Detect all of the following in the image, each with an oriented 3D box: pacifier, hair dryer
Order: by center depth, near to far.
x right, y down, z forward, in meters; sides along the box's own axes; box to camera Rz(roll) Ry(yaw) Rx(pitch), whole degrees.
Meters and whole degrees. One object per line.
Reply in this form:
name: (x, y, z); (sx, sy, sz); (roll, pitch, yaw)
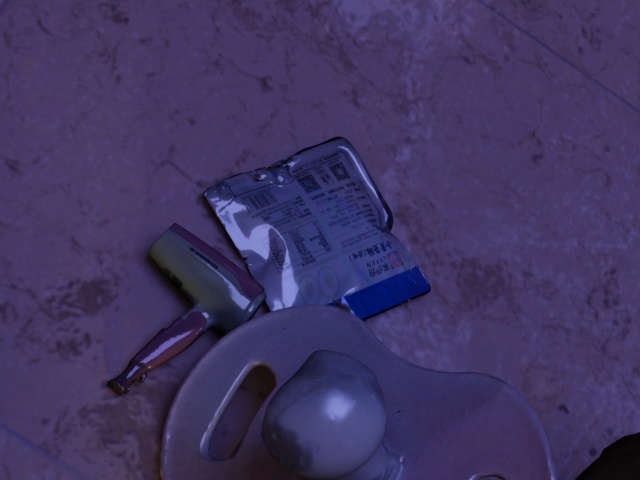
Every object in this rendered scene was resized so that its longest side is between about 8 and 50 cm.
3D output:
pacifier: (0.021, 0.173, 1.339); (0.332, 0.273, 0.220); (24, 37, 21)
hair dryer: (-0.126, 0.069, 1.437); (0.106, 0.054, 0.154); (38, 60, -2)

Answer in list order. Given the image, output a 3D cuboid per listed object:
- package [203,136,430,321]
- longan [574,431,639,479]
package: (0.000, 0.000, 1.544); (0.171, 0.027, 0.173); (-22, 79, -36)
longan: (0.337, 0.326, 1.352); (0.391, 0.391, 0.391); (11, 63, -23)
